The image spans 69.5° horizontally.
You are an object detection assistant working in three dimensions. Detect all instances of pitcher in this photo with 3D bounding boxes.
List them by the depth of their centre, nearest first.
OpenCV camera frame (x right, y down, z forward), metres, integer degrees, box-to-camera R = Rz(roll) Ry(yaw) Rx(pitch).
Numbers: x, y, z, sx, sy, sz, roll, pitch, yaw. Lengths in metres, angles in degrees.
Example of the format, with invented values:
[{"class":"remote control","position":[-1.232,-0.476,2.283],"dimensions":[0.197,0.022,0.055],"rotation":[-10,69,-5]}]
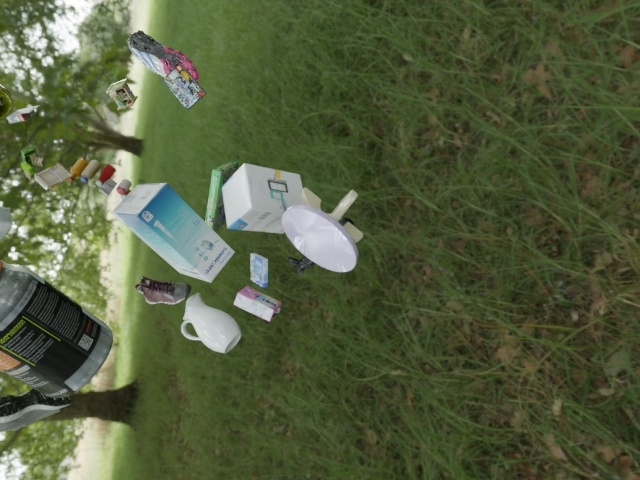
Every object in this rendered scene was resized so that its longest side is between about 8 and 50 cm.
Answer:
[{"class":"pitcher","position":[-0.384,0.306,1.585],"dimensions":[0.207,0.125,0.178],"rotation":[36,118,15]}]

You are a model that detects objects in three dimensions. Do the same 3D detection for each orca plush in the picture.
[{"class":"orca plush","position":[0.000,0.000,1.749],"dimensions":[0.151,0.287,0.102],"rotation":[65,-174,31]}]

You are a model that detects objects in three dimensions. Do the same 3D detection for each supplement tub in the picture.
[{"class":"supplement tub","position":[-0.627,0.183,0.986],"dimensions":[0.193,0.316,0.194],"rotation":[-20,40,18]}]

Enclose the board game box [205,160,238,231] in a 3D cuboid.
[{"class":"board game box","position":[-0.484,-0.213,2.248],"dimensions":[0.213,0.046,0.317],"rotation":[-57,-16,-66]}]

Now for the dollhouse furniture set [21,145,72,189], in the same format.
[{"class":"dollhouse furniture set","position":[-0.751,-0.185,1.255],"dimensions":[0.151,0.076,0.058],"rotation":[39,143,10]}]

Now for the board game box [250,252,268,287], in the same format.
[{"class":"board game box","position":[-0.194,0.092,1.449],"dimensions":[0.090,0.020,0.090],"rotation":[19,110,54]}]

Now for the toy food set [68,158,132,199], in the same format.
[{"class":"toy food set","position":[-0.832,-0.218,1.765],"dimensions":[0.111,0.232,0.105],"rotation":[-25,37,38]}]

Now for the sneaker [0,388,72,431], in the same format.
[{"class":"sneaker","position":[-0.955,0.553,1.506],"dimensions":[0.100,0.271,0.108],"rotation":[36,106,29]}]

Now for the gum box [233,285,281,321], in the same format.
[{"class":"gum box","position":[-0.270,0.277,2.027],"dimensions":[0.107,0.188,0.062],"rotation":[-41,-26,-72]}]

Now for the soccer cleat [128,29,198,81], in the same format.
[{"class":"soccer cleat","position":[-0.631,-0.723,1.885],"dimensions":[0.116,0.331,0.143],"rotation":[-53,-2,-18]}]

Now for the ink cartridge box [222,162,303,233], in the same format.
[{"class":"ink cartridge box","position":[-0.226,-0.161,1.870],"dimensions":[0.198,0.270,0.197],"rotation":[-33,61,43]}]

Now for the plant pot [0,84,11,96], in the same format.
[{"class":"plant pot","position":[-1.253,-0.492,1.656],"dimensions":[0.237,0.109,0.237],"rotation":[-48,7,7]}]

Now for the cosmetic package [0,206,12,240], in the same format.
[{"class":"cosmetic package","position":[-1.312,0.010,1.592],"dimensions":[0.377,0.284,0.097],"rotation":[-46,56,15]}]

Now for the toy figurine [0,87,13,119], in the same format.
[{"class":"toy figurine","position":[-1.126,-0.324,1.412],"dimensions":[0.217,0.191,0.363],"rotation":[-29,43,33]}]

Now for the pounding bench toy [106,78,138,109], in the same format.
[{"class":"pounding bench toy","position":[-0.559,-0.401,1.298],"dimensions":[0.083,0.052,0.065],"rotation":[-95,-15,-49]}]

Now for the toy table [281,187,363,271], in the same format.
[{"class":"toy table","position":[0.019,-0.042,1.481],"dimensions":[0.252,0.274,0.161],"rotation":[-28,21,38]}]

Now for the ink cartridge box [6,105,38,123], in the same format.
[{"class":"ink cartridge box","position":[-1.073,-0.457,1.674],"dimensions":[0.063,0.115,0.029],"rotation":[-72,-28,-47]}]

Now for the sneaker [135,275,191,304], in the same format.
[{"class":"sneaker","position":[-0.754,0.224,2.151],"dimensions":[0.281,0.162,0.106],"rotation":[-12,50,25]}]

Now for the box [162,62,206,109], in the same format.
[{"class":"box","position":[-0.498,-0.563,1.687],"dimensions":[0.094,0.137,0.027],"rotation":[-36,14,18]}]

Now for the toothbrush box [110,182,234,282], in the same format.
[{"class":"toothbrush box","position":[-0.431,-0.022,1.358],"dimensions":[0.216,0.295,0.126],"rotation":[6,53,49]}]
